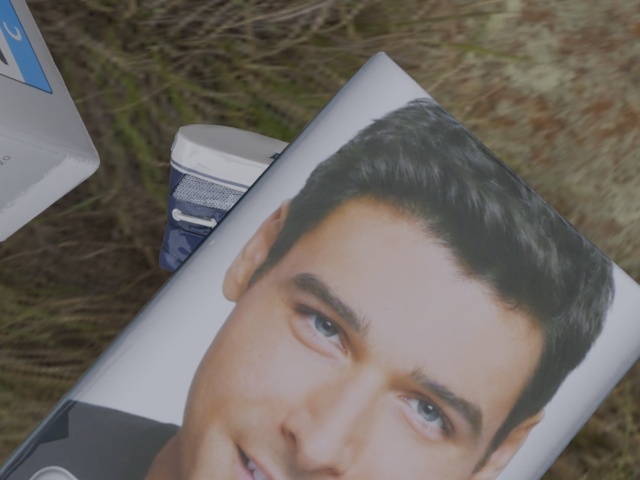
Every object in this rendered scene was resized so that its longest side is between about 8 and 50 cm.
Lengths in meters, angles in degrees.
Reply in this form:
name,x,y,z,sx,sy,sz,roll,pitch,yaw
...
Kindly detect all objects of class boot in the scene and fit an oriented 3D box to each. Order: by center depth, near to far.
name,x,y,z,sx,sy,sz,roll,pitch,yaw
boot,0.000,0.000,1.067,0.190,0.069,0.086,18,111,23

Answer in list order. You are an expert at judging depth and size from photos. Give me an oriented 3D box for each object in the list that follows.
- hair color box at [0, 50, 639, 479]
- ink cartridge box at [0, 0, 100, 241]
name,x,y,z,sx,sy,sz,roll,pitch,yaw
hair color box,-0.034,0.115,0.888,0.185,0.113,0.374,42,77,-2
ink cartridge box,-0.233,-0.152,0.737,0.066,0.261,0.296,-35,68,19
